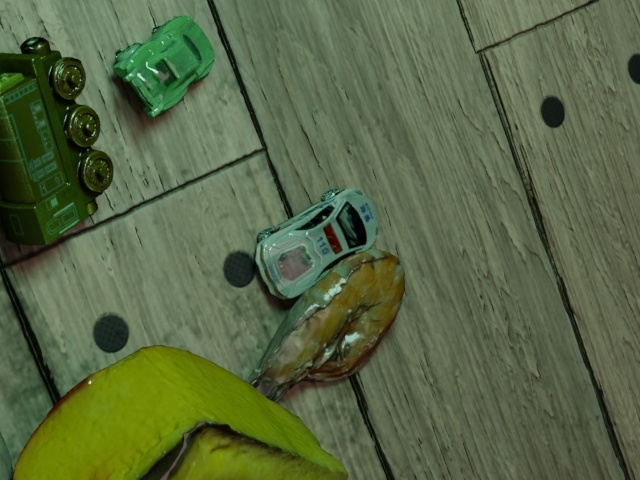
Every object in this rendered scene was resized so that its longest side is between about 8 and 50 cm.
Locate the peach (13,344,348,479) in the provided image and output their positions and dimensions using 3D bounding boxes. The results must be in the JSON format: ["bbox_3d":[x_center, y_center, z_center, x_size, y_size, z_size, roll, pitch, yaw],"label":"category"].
[{"bbox_3d":[-0.187,0.294,1.769,0.380,0.242,0.306,19,100,-51],"label":"peach"}]

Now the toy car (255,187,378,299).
[{"bbox_3d":[0.000,0.000,2.025,0.205,0.056,0.095,-32,104,-30],"label":"toy car"}]

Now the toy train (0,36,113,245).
[{"bbox_3d":[-0.323,-0.114,1.768,0.137,0.090,0.226,-38,124,-42],"label":"toy train"}]

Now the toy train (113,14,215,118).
[{"bbox_3d":[-0.189,-0.213,1.896,0.149,0.081,0.099,-44,109,-28],"label":"toy train"}]

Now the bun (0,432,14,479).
[{"bbox_3d":[-0.444,0.269,1.630,0.293,0.187,0.293,1,87,-36],"label":"bun"}]

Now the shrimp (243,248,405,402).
[{"bbox_3d":[0.001,0.141,2.007,0.317,0.062,0.164,-45,131,-17],"label":"shrimp"}]
